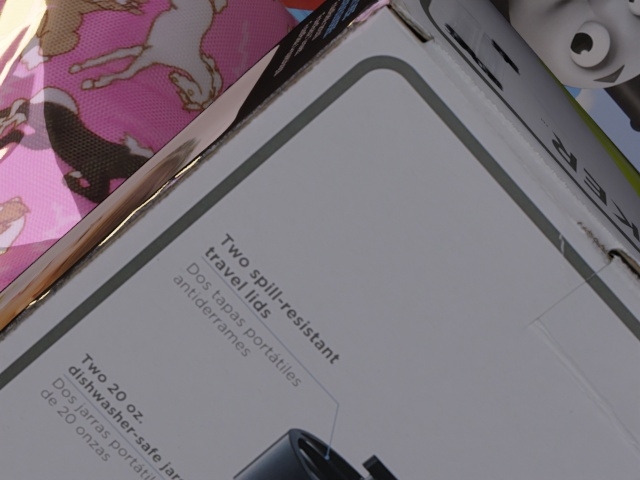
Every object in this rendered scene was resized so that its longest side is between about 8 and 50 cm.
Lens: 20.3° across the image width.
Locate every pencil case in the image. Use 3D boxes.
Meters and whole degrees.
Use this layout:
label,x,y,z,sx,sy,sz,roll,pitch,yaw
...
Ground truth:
label,x,y,z,sx,sy,sz,roll,pitch,yaw
pencil case,-0.068,-0.045,0.756,0.160,0.167,0.386,113,168,-46

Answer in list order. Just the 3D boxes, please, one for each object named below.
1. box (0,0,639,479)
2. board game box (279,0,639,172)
label,x,y,z,sx,sy,sz,roll,pitch,yaw
box,-0.032,0.089,0.405,0.290,0.169,0.087,-41,9,18
board game box,0.089,-0.068,0.440,0.160,0.211,0.039,-38,14,25
